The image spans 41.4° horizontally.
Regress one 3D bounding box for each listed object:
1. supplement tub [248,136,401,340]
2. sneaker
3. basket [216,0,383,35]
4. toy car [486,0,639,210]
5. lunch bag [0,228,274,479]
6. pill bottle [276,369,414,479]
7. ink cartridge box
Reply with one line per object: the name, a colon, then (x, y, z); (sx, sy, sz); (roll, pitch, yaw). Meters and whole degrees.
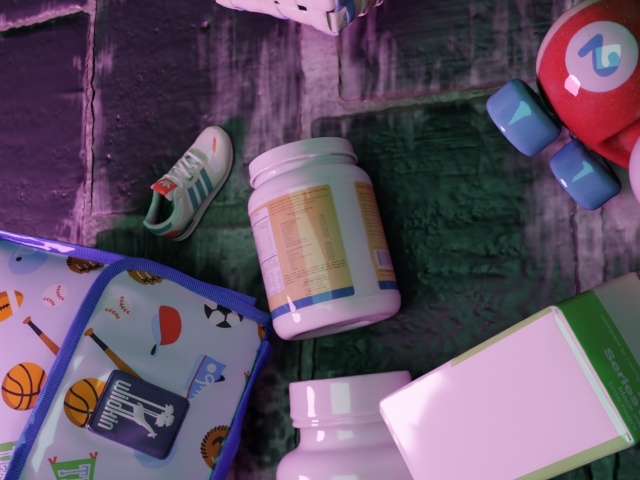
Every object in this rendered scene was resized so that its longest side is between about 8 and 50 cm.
supplement tub: (0.000, 0.000, 0.942); (0.144, 0.144, 0.199); (-18, 77, 22)
sneaker: (-0.168, -0.073, 1.062); (0.057, 0.075, 0.161); (33, 99, 23)
basket: (0.001, -0.384, 0.967); (0.255, 0.201, 0.289); (22, 66, 27)
toy car: (0.305, -0.092, 0.739); (0.219, 0.210, 0.238); (-41, 36, 23)
lunch bag: (-0.272, 0.181, 0.963); (0.385, 0.239, 0.328); (14, 71, 20)
pill bottle: (0.047, 0.299, 0.872); (0.176, 0.176, 0.318); (-10, 81, 23)
ink cartridge box: (0.218, 0.120, 0.737); (0.198, 0.273, 0.115); (-39, 71, 39)
